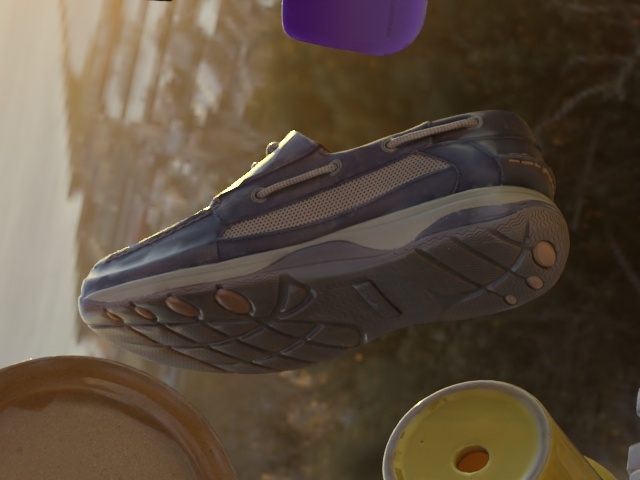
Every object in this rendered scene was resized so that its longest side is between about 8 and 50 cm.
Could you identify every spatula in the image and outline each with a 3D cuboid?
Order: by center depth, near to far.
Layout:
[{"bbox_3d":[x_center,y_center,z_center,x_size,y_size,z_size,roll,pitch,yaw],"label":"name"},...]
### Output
[{"bbox_3d":[-0.076,-0.172,1.115,0.030,0.296,0.084,52,-136,-72],"label":"spatula"}]

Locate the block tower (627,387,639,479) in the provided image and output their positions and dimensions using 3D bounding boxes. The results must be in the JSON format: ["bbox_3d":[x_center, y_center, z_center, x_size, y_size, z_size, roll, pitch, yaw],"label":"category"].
[{"bbox_3d":[0.206,0.092,0.780,0.091,0.097,0.335,-25,36,37],"label":"block tower"}]

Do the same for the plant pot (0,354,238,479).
[{"bbox_3d":[-0.169,0.196,1.115,0.032,0.236,0.236,125,154,-75],"label":"plant pot"}]

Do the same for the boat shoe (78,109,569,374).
[{"bbox_3d":[0.000,0.000,1.162,0.132,0.355,0.130,54,-149,-50],"label":"boat shoe"}]

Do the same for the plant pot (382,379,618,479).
[{"bbox_3d":[0.171,0.270,1.587,0.254,0.254,0.239,-96,-15,-47],"label":"plant pot"}]
